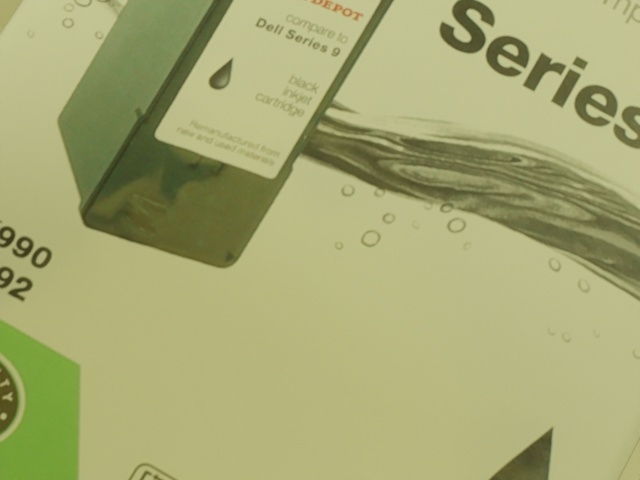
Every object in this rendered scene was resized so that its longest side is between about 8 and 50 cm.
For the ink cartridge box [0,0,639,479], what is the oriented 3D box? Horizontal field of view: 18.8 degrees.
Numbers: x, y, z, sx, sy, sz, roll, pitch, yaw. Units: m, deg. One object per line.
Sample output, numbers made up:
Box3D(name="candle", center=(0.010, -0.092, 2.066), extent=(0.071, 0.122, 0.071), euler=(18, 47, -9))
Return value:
Box3D(name="ink cartridge box", center=(0.000, 0.000, 0.570), extent=(0.211, 0.121, 0.289), euler=(29, 74, 4))
